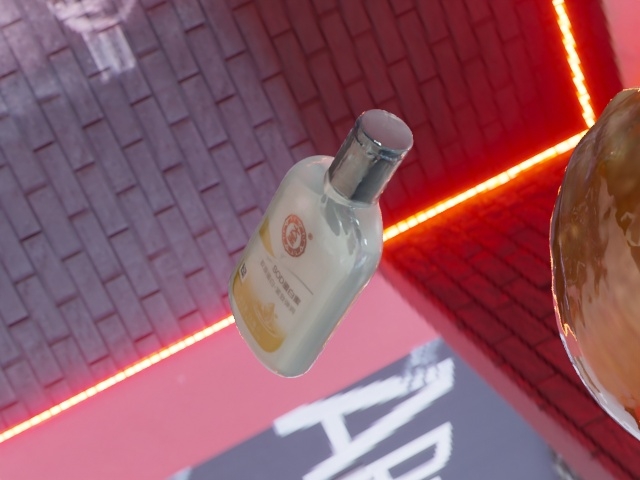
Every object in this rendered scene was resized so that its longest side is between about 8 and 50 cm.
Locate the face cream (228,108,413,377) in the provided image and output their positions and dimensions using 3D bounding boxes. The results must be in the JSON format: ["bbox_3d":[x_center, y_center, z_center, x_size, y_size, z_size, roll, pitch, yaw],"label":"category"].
[{"bbox_3d":[0.000,0.000,1.052,0.144,0.071,0.291,61,-42,28],"label":"face cream"}]

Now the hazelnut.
[{"bbox_3d":[0.211,0.009,0.582,0.214,0.176,0.214,10,-74,37],"label":"hazelnut"}]
